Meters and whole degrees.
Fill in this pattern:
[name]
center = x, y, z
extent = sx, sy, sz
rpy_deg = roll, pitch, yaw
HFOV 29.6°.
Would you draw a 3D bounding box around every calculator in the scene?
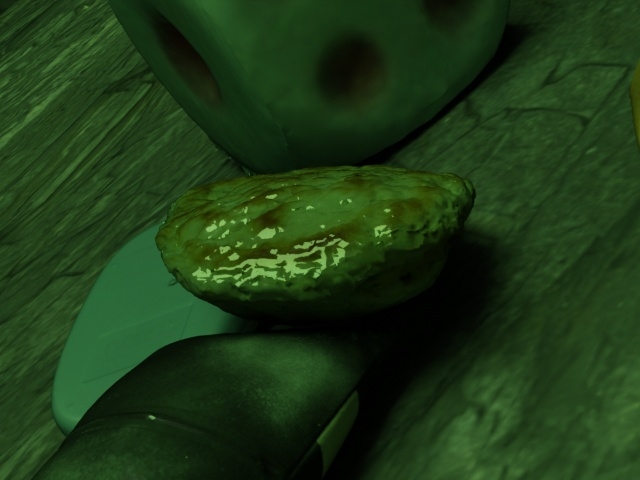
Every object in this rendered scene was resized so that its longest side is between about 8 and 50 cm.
[calculator]
center = -0.112, 0.042, 0.931
extent = 0.188, 0.042, 0.303
rpy_deg = -22, 31, 24

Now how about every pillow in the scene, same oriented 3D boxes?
[pillow]
center = -0.076, 0.127, 0.662
extent = 0.186, 0.106, 0.250
rpy_deg = -9, 28, 32

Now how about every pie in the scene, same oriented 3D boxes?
[pie]
center = 0.000, 0.000, 0.773
extent = 0.201, 0.090, 0.248
rpy_deg = -8, 11, -1

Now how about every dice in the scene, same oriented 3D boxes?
[dice]
center = -0.019, -0.229, 1.037
extent = 0.262, 0.268, 0.264
rpy_deg = -40, 25, -14

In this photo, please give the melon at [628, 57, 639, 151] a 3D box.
[melon]
center = 0.242, -0.076, 0.700
extent = 0.128, 0.079, 0.160
rpy_deg = -3, 35, 18
